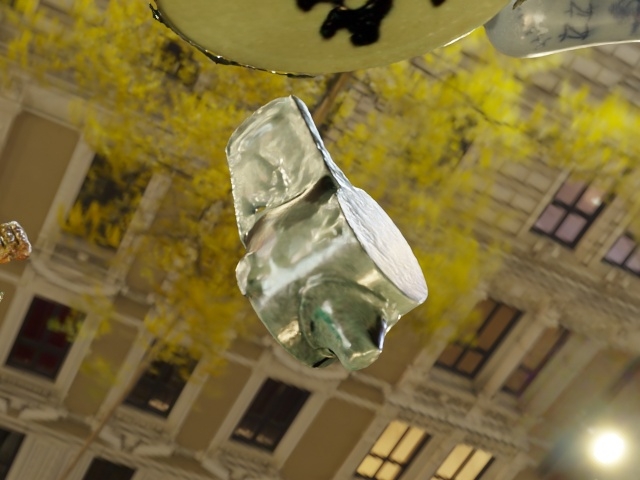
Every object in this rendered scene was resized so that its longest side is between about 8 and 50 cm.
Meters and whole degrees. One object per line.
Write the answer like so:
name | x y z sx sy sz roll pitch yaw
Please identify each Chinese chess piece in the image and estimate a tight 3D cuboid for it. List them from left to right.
Chinese chess piece | 0.015 -0.270 0.826 0.349 0.349 0.146 10 -114 -34

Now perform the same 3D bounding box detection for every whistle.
whistle | -0.020 -0.014 1.306 0.404 0.168 0.188 59 -161 15

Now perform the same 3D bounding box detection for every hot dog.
hot dog | -0.574 0.003 1.837 0.071 0.045 0.165 -6 -162 -23

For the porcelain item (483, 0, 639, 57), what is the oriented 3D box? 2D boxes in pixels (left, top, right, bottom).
porcelain item | 0.304 -0.291 1.235 0.259 0.141 0.141 4 -149 -2

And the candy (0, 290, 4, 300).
candy | -0.595 0.141 1.640 0.046 0.053 0.182 36 -125 12
